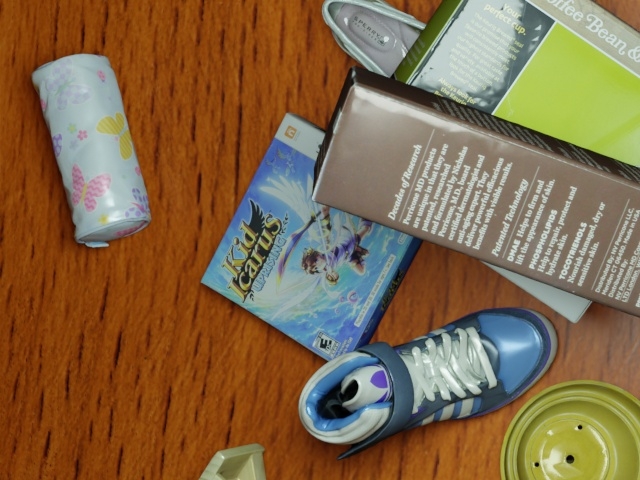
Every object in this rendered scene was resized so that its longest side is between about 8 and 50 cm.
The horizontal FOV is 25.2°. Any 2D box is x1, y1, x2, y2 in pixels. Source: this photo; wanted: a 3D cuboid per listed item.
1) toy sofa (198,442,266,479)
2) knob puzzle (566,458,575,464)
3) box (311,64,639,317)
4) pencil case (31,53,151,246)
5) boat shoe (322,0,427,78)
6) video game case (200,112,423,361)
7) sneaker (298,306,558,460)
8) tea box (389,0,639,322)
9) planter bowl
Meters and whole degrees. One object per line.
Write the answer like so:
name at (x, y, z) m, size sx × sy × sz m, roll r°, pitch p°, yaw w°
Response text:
toy sofa at (-0.028, 0.446, 1.904) m, size 0.362 × 0.150 × 0.177 m, roll 37°, pitch 100°, yaw 18°
knob puzzle at (0.347, 0.369, 1.829) m, size 0.213 × 0.030 × 0.213 m, roll -1°, pitch 88°, yaw 21°
box at (0.188, -0.056, 1.535) m, size 0.381 × 0.191 × 0.143 m, roll 21°, pitch 102°, yaw -3°
pencil case at (-0.331, -0.131, 2.055) m, size 0.124 × 0.113 × 0.273 m, roll -22°, pitch 80°, yaw 29°
boat shoe at (0.142, -0.224, 1.882) m, size 0.320 × 0.103 × 0.118 m, roll 37°, pitch 101°, yaw 13°
video game case at (0.000, 0.000, 1.955) m, size 0.244 × 0.061 × 0.269 m, roll 30°, pitch 99°, yaw 20°
sneaker at (0.128, 0.177, 1.807) m, size 0.323 × 0.236 × 0.130 m, roll -21°, pitch 81°, yaw 19°
tea box at (0.251, -0.140, 1.725) m, size 0.329 × 0.220 × 0.323 m, roll 34°, pitch 101°, yaw -6°
planter bowl at (0.319, 0.276, 1.790) m, size 0.217 × 0.090 × 0.217 m, roll -5°, pitch 76°, yaw 21°
